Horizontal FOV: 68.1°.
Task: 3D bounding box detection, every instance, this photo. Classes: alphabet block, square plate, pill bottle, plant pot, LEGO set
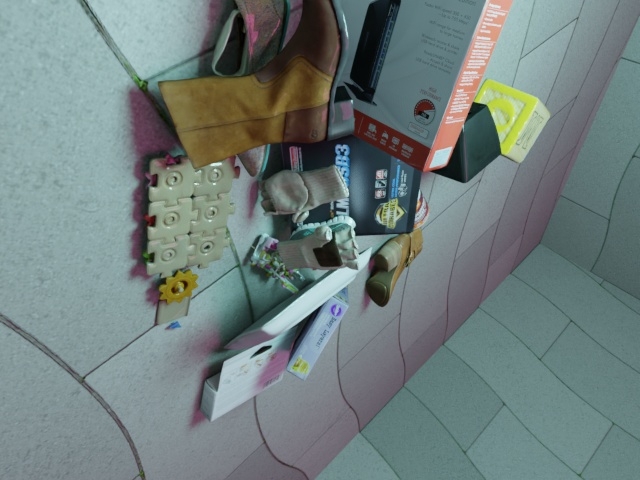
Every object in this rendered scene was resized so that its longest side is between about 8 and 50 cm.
[{"bbox_3d":[0.604,-0.386,1.555,0.197,0.192,0.194,0,120,-55],"label":"alphabet block"},{"bbox_3d":[-0.056,0.160,1.180,0.344,0.049,0.347,-33,178,-30],"label":"square plate"},{"bbox_3d":[0.243,-0.120,1.400,0.121,0.121,0.221,-52,150,-1],"label":"pill bottle"},{"bbox_3d":[0.398,-0.306,1.381,0.187,0.188,0.167,-37,133,-24],"label":"plant pot"},{"bbox_3d":[-0.057,0.065,1.195,0.287,0.107,0.132,5,117,-55],"label":"LEGO set"}]

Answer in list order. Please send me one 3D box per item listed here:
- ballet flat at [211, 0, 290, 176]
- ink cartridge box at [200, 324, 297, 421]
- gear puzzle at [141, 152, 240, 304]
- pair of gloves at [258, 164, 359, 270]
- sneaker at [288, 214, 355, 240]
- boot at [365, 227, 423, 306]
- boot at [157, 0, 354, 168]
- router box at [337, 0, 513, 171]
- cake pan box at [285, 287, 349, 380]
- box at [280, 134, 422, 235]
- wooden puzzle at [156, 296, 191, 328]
[{"bbox_3d":[-0.132,-0.257,0.793,0.106,0.107,0.316,-4,122,-28],"label":"ballet flat"},{"bbox_3d":[-0.202,0.361,1.351,0.275,0.060,0.239,-18,134,-45],"label":"ink cartridge box"},{"bbox_3d":[-0.255,-0.017,0.905,0.175,0.044,0.339,-13,131,-38],"label":"gear puzzle"},{"bbox_3d":[-0.027,-0.037,0.993,0.042,0.204,0.240,-51,132,-52],"label":"pair of gloves"},{"bbox_3d":[0.000,0.000,1.070,0.166,0.076,0.065,-19,135,19],"label":"sneaker"},{"bbox_3d":[0.269,0.091,1.695,0.220,0.109,0.284,-35,138,-35],"label":"boot"},{"bbox_3d":[-0.100,-0.256,0.713,0.280,0.096,0.264,-11,131,-4],"label":"boot"},{"bbox_3d":[0.112,-0.326,0.802,0.082,0.335,0.301,-19,135,-43],"label":"router box"},{"bbox_3d":[-0.005,0.249,1.383,0.246,0.070,0.267,-58,-179,4],"label":"cake pan box"},{"bbox_3d":[0.069,-0.130,1.041,0.293,0.073,0.296,-4,136,-2],"label":"box"},{"bbox_3d":[-0.316,0.144,1.019,0.078,0.014,0.116,-4,125,-47],"label":"wooden puzzle"}]
